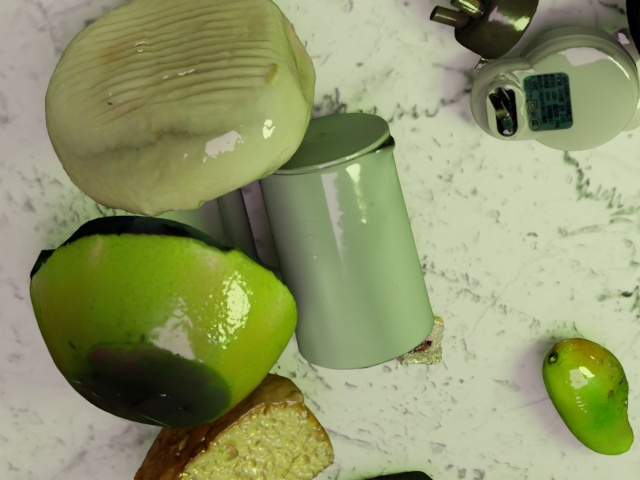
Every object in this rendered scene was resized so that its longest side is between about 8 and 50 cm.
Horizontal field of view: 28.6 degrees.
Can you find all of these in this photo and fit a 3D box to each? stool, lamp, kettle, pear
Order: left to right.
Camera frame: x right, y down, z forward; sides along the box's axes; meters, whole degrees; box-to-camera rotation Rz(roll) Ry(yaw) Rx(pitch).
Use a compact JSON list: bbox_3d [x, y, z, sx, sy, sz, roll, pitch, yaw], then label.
[{"bbox_3d":[-0.227,0.141,1.719,0.399,0.165,0.399,9,148,6],"label":"pear"},{"bbox_3d":[0.014,-0.006,1.794,0.205,0.265,0.318,-29,119,-28],"label":"kettle"},{"bbox_3d":[0.240,-0.340,1.685,0.121,0.125,0.217,29,99,-15],"label":"stool"},{"bbox_3d":[0.331,-0.213,1.758,0.246,0.108,0.179,-8,119,6],"label":"lamp"}]

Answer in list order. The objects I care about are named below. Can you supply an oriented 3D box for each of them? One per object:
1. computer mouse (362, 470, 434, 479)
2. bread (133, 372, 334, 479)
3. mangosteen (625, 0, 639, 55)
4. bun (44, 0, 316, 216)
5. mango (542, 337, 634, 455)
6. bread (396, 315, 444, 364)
[{"bbox_3d":[0.071,0.457,2.000,0.269,0.170,0.100,-19,129,0],"label":"computer mouse"},{"bbox_3d":[-0.139,0.326,1.919,0.340,0.179,0.194,-43,113,11],"label":"bread"},{"bbox_3d":[0.539,-0.365,1.579,0.435,0.382,0.382,41,105,-7],"label":"mangosteen"},{"bbox_3d":[-0.167,-0.169,1.630,0.361,0.361,0.213,-16,137,1],"label":"bun"},{"bbox_3d":[0.430,0.244,1.975,0.125,0.111,0.233,-32,115,14],"label":"mango"},{"bbox_3d":[0.157,0.155,1.947,0.070,0.035,0.083,4,111,-9],"label":"bread"}]
